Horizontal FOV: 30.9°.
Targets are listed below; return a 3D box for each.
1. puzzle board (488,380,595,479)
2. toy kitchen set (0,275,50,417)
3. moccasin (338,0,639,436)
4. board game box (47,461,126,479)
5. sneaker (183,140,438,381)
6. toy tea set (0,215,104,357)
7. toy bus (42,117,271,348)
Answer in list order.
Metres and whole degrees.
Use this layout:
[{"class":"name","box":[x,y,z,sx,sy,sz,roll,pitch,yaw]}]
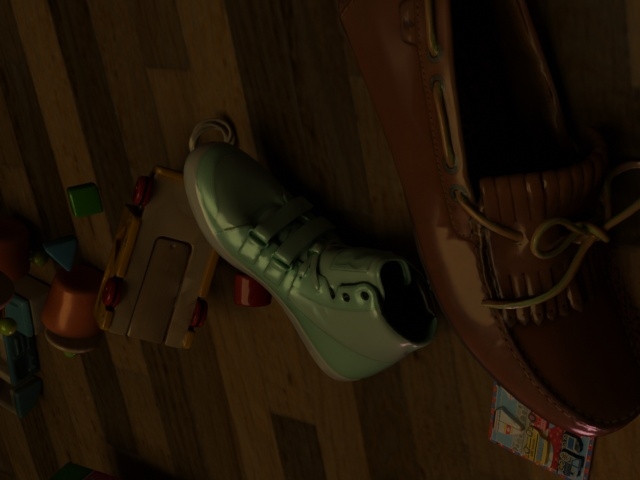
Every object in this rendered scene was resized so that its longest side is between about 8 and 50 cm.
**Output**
[{"class":"puzzle board","box":[0.185,0.138,0.965,0.096,0.011,0.128,23,127,32]},{"class":"toy kitchen set","box":[-0.416,0.158,1.415,0.122,0.166,0.207,22,128,33]},{"class":"moccasin","box":[0.146,-0.040,0.815,0.147,0.139,0.380,-14,95,55]},{"class":"board game box","box":[-0.177,0.415,1.384,0.316,0.064,0.242,11,122,25]},{"class":"sneaker","box":[0.001,0.000,0.988,0.256,0.094,0.151,51,144,-8]},{"class":"toy tea set","box":[-0.403,0.054,1.323,0.336,0.200,0.124,29,122,20]},{"class":"toy bus","box":[-0.152,0.001,1.118,0.191,0.202,0.104,64,168,-18]}]
